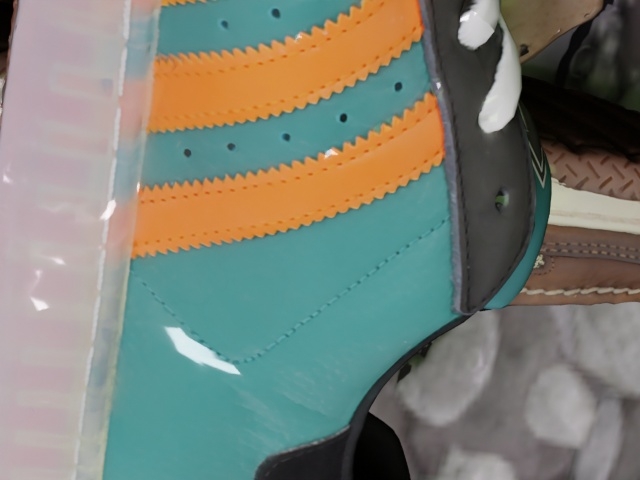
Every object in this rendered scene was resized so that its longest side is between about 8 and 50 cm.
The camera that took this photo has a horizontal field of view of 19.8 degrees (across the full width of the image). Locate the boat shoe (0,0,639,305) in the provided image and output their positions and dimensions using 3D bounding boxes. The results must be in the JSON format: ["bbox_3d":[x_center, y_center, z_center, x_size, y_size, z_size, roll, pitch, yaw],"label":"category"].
[{"bbox_3d":[-0.002,-0.003,0.523,0.258,0.095,0.095,9,108,-13],"label":"boat shoe"}]

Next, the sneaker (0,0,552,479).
[{"bbox_3d":[-0.003,-0.055,0.388,0.121,0.108,0.302,7,125,-10],"label":"sneaker"}]

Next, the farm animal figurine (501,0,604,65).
[{"bbox_3d":[0.120,-0.088,0.475,0.327,0.330,0.172,12,96,-51],"label":"farm animal figurine"}]
